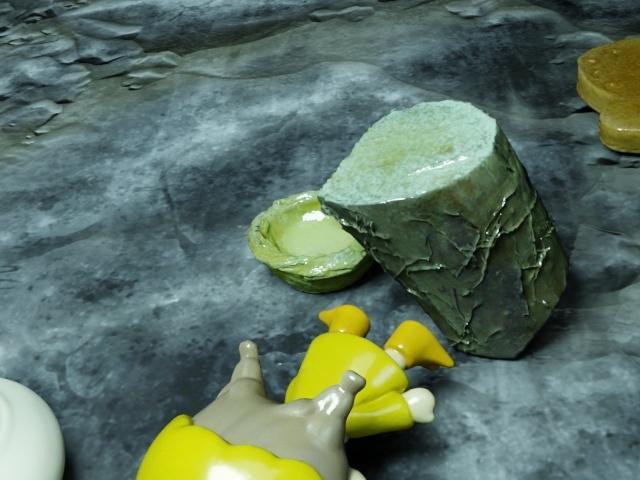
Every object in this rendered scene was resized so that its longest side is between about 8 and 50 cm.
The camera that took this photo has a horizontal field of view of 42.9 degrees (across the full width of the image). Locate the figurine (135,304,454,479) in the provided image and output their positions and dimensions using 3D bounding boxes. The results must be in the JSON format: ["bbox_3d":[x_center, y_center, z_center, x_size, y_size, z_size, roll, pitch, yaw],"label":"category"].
[{"bbox_3d":[-0.025,0.191,0.789,0.215,0.187,0.343,-5,29,42],"label":"figurine"}]

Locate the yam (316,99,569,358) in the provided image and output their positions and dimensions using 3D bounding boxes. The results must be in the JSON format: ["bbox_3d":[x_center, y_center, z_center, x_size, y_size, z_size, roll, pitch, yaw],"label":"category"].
[{"bbox_3d":[0.161,-0.007,0.922,0.201,0.271,0.202,1,45,38],"label":"yam"}]

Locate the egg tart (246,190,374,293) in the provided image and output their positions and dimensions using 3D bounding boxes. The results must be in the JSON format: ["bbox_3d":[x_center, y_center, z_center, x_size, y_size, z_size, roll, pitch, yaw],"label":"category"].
[{"bbox_3d":[0.000,0.000,1.079,0.197,0.078,0.197,-5,38,4],"label":"egg tart"}]

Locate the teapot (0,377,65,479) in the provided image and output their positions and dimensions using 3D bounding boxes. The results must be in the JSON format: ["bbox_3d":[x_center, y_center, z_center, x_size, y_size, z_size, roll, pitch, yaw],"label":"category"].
[{"bbox_3d":[-0.371,0.229,0.839,0.208,0.165,0.300,-31,37,-14],"label":"teapot"}]

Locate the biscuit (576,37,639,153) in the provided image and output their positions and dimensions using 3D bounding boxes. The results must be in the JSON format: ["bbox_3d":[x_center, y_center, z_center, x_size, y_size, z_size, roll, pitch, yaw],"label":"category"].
[{"bbox_3d":[0.535,-0.205,1.234,0.287,0.057,0.344,-34,47,-27],"label":"biscuit"}]
